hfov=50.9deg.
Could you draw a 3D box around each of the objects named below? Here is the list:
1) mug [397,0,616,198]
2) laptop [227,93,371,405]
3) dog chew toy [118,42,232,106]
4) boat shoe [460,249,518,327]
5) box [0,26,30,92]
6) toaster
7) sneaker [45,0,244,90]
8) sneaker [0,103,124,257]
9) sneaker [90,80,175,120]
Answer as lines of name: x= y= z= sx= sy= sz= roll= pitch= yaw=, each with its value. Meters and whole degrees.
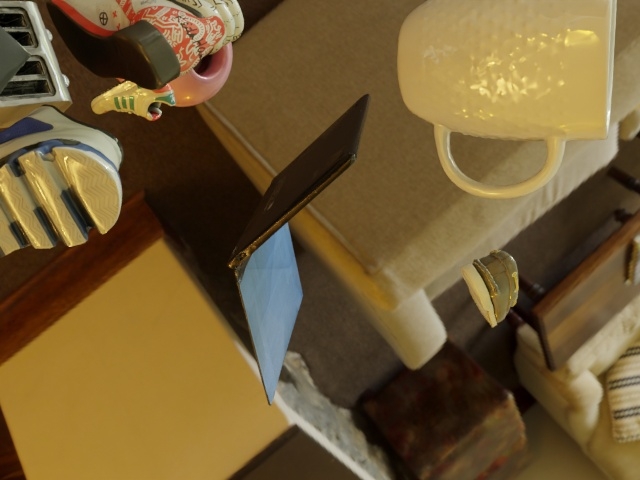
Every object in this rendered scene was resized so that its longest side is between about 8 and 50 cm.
mug: x=0.306 y=-0.256 z=1.121 sx=0.276 sy=0.328 sz=0.374 roll=-3 pitch=96 yaw=-66
laptop: x=0.000 y=0.000 z=1.186 sx=0.408 sy=0.382 sz=0.236 roll=-40 pitch=105 yaw=22
dog chew toy: x=-0.333 y=-0.382 z=1.362 sx=0.206 sy=0.332 sz=0.206 roll=-18 pitch=115 yaw=-45
boat shoe: x=0.349 y=0.097 z=1.341 sx=0.091 sy=0.109 sz=0.305 roll=-31 pitch=157 yaw=6
box: x=-0.409 y=-0.214 z=0.559 sx=0.103 sy=0.184 sz=0.261 roll=-58 pitch=138 yaw=-16
toaster: x=-0.484 y=-0.259 z=0.999 sx=0.110 sy=0.168 sz=0.186 roll=-19 pitch=-179 yaw=42
sneaker: x=-0.202 y=-0.257 z=0.781 sx=0.145 sy=0.270 sz=0.090 roll=-40 pitch=134 yaw=-22
sneaker: x=-0.346 y=-0.054 z=0.726 sx=0.315 sy=0.182 sz=0.127 roll=-12 pitch=117 yaw=4
sneaker: x=-0.301 y=-0.220 z=1.084 sx=0.075 sy=0.161 sz=0.057 roll=63 pitch=30 yaw=-16
